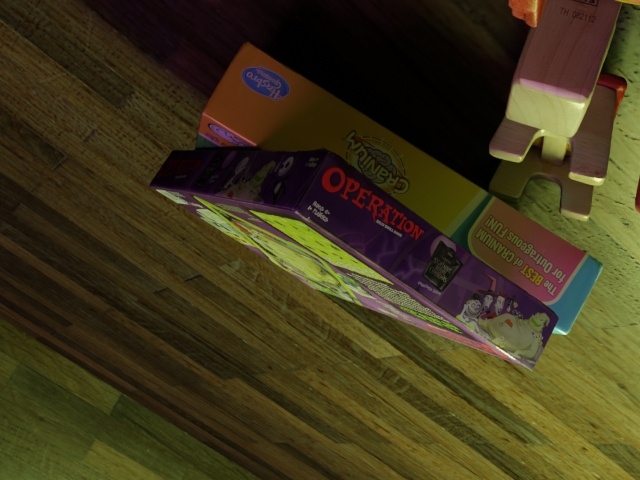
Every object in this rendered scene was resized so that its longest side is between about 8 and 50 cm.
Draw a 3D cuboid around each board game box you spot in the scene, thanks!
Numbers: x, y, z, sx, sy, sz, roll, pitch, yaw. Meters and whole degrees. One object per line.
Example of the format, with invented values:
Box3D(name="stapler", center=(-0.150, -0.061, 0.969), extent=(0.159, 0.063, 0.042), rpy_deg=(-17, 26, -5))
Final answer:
Box3D(name="board game box", center=(0.045, -0.029, 0.710), extent=(0.316, 0.064, 0.242), rpy_deg=(31, 172, -7))
Box3D(name="board game box", center=(0.000, 0.000, 0.655), extent=(0.208, 0.056, 0.346), rpy_deg=(38, 170, -24))

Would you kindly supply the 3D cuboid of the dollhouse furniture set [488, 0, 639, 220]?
Box3D(name="dollhouse furniture set", center=(0.212, -0.121, 0.440), extent=(0.201, 0.152, 0.374), rpy_deg=(18, 169, 15))
